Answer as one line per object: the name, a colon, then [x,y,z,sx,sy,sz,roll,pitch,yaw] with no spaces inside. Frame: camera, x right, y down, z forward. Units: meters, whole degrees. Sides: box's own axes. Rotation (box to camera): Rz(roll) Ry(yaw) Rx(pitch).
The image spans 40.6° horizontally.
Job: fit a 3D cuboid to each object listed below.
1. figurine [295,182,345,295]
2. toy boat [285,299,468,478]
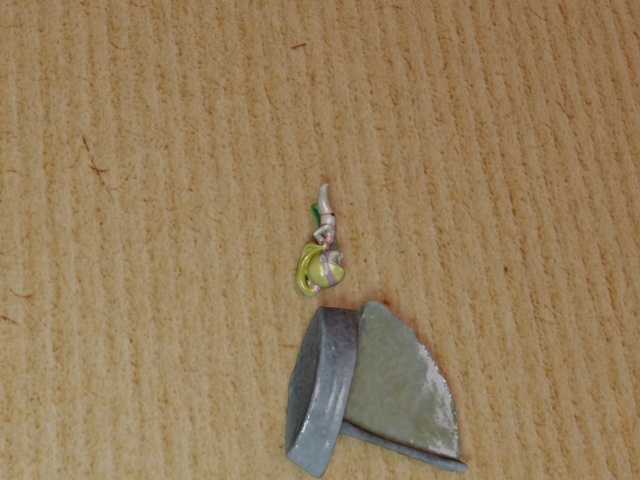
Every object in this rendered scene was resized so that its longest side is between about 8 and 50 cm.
figurine: [0.000,0.000,1.436,0.083,0.083,0.187,2,78,-14]
toy boat: [0.077,0.232,1.368,0.294,0.111,0.275,5,71,-25]
